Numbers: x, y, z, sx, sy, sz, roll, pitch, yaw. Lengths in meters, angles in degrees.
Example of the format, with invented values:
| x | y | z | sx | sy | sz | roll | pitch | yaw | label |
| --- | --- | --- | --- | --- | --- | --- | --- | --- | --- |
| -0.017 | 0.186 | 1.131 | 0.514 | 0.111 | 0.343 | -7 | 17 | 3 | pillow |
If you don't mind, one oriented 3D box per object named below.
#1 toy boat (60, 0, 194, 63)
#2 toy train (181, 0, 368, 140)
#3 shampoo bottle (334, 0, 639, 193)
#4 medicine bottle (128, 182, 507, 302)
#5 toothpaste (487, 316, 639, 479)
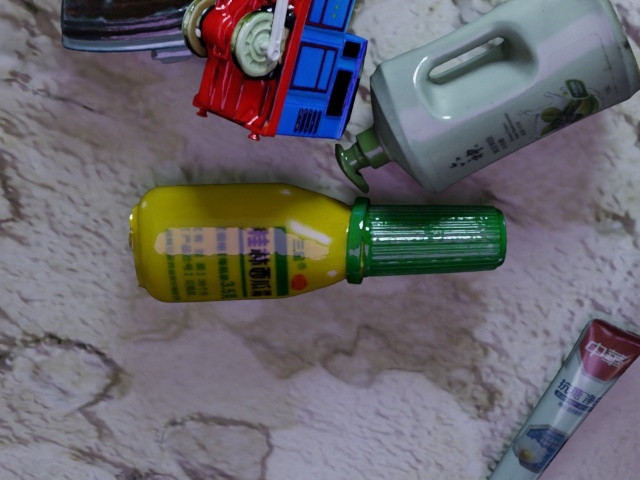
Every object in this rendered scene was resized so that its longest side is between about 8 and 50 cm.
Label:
| x | y | z | sx | sy | sz | roll | pitch | yaw | label |
| --- | --- | --- | --- | --- | --- | --- | --- | --- | --- |
| -0.124 | -0.161 | 0.770 | 0.140 | 0.059 | 0.066 | -7 | 149 | 1 | toy boat |
| -0.023 | -0.176 | 0.729 | 0.131 | 0.082 | 0.204 | -1 | 112 | -48 | toy train |
| 0.117 | -0.110 | 0.790 | 0.234 | 0.087 | 0.118 | -27 | 121 | 12 | shampoo bottle |
| 0.000 | 0.000 | 0.855 | 0.308 | 0.076 | 0.111 | -2 | 132 | -3 | medicine bottle |
| 0.225 | 0.175 | 0.988 | 0.062 | 0.039 | 0.239 | 25 | 114 | -8 | toothpaste |
